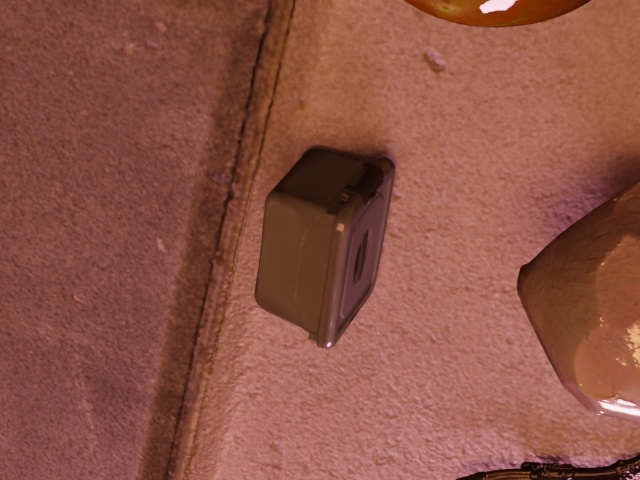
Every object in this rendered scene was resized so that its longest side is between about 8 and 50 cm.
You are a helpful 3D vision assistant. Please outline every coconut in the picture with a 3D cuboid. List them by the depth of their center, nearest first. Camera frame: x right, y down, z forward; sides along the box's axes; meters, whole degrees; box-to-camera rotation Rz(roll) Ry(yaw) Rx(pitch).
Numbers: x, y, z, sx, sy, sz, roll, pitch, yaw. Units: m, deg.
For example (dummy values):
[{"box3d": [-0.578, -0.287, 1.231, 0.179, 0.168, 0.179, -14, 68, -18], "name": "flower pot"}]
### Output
[{"box3d": [0.289, 0.057, 1.264, 0.234, 0.224, 0.224, 23, 128, -3], "name": "coconut"}]

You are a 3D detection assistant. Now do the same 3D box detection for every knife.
[{"box3d": [0.252, 0.244, 1.530, 0.222, 0.021, 0.045, -12, 122, 20], "name": "knife"}]

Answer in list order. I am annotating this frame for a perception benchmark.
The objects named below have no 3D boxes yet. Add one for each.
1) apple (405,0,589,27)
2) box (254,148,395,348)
[{"box3d": [0.136, -0.272, 1.074, 0.207, 0.237, 0.237, 7, 129, -9], "name": "apple"}, {"box3d": [0.000, 0.000, 1.373, 0.093, 0.124, 0.172, 21, 128, 16], "name": "box"}]
